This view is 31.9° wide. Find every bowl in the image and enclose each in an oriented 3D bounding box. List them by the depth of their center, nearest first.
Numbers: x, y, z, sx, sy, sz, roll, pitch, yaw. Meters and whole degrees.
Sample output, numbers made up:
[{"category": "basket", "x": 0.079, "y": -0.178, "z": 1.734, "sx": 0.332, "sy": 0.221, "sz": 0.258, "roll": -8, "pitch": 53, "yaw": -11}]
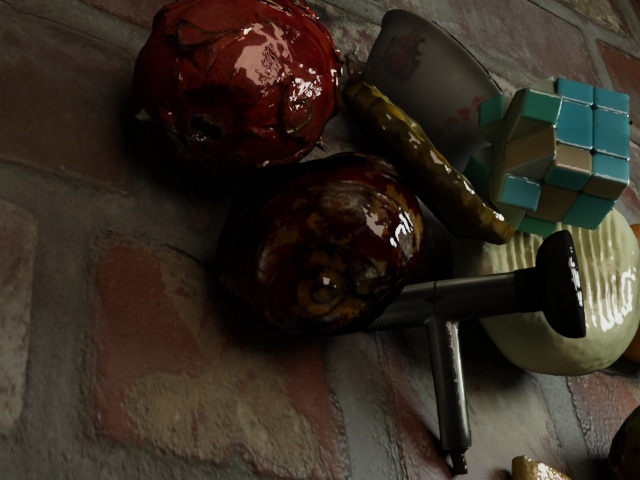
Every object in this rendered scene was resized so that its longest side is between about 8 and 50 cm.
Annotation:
[{"category": "bowl", "x": 0.175, "y": -0.218, "z": 1.929, "sx": 0.157, "sy": 0.345, "sz": 0.345, "roll": -42, "pitch": 86, "yaw": -9}]

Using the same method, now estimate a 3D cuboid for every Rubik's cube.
[{"category": "Rubik's cube", "x": 0.346, "y": -0.144, "z": 1.718, "sx": 0.213, "sy": 0.224, "sz": 0.265, "roll": 13, "pitch": 56, "yaw": -3}]

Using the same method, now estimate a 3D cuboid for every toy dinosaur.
[{"category": "toy dinosaur", "x": 0.090, "y": -0.311, "z": 2.085, "sx": 0.108, "sy": 0.032, "sz": 0.220, "roll": 48, "pitch": 35, "yaw": 10}]

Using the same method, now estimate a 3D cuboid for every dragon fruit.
[{"category": "dragon fruit", "x": -0.116, "y": -0.227, "z": 1.605, "sx": 0.295, "sy": 0.295, "sz": 0.301, "roll": 39, "pitch": 30, "yaw": -7}]

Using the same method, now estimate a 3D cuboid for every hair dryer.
[{"category": "hair dryer", "x": 0.249, "y": 0.165, "z": 1.625, "sx": 0.156, "sy": 0.320, "sz": 0.284, "roll": -25, "pitch": 96, "yaw": -74}]

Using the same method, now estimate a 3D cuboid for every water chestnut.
[{"category": "water chestnut", "x": 0.000, "y": 0.000, "z": 1.517, "sx": 0.289, "sy": 0.289, "sz": 0.244, "roll": -20, "pitch": 67, "yaw": -50}]

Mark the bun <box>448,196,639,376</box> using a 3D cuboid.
[{"category": "bun", "x": 0.360, "y": 0.063, "z": 1.833, "sx": 0.361, "sy": 0.213, "sz": 0.361, "roll": 8, "pitch": 51, "yaw": -11}]

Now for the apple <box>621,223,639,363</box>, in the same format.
[{"category": "apple", "x": 0.601, "y": 0.094, "z": 2.010, "sx": 0.242, "sy": 0.242, "sz": 0.241, "roll": 24, "pitch": 40, "yaw": -25}]

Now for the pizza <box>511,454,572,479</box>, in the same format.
[{"category": "pizza", "x": 0.359, "y": 0.429, "z": 1.613, "sx": 0.134, "sy": 0.056, "sz": 0.271, "roll": -23, "pitch": 71, "yaw": -48}]

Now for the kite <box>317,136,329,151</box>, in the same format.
[{"category": "kite", "x": -0.061, "y": -0.242, "z": 1.895, "sx": 0.183, "sy": 0.014, "sz": 0.241, "roll": -12, "pitch": 64, "yaw": -51}]

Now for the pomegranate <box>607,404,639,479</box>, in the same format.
[{"category": "pomegranate", "x": 0.603, "y": 0.344, "z": 1.728, "sx": 0.306, "sy": 0.242, "sz": 0.242, "roll": -7, "pitch": 48, "yaw": 4}]

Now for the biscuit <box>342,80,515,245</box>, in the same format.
[{"category": "biscuit", "x": 0.147, "y": -0.113, "z": 1.632, "sx": 0.335, "sy": 0.078, "sz": 0.329, "roll": 49, "pitch": 6, "yaw": 31}]
